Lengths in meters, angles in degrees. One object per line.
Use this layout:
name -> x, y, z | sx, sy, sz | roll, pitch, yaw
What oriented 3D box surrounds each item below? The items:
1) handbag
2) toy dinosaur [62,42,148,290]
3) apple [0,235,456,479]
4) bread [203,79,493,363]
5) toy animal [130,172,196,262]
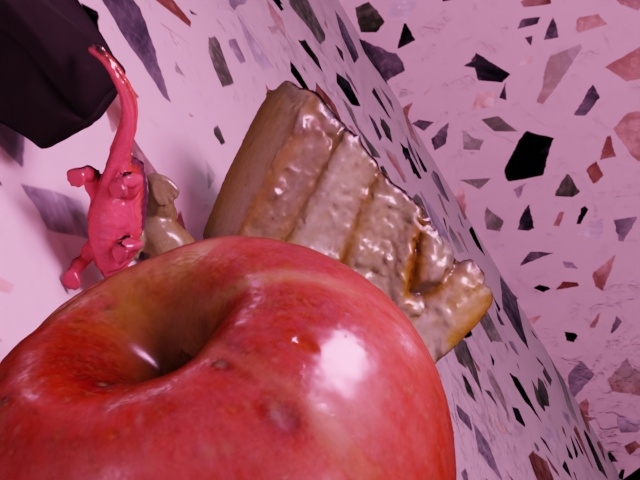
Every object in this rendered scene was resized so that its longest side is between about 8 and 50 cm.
handbag -> -0.356, -0.278, 1.000 | 0.342, 0.152, 0.288 | 47, 11, -50
toy dinosaur -> -0.196, -0.063, 1.057 | 0.139, 0.070, 0.286 | -46, 143, -67
apple -> -0.072, 0.184, 0.786 | 0.364, 0.364, 0.364 | 53, 20, -28
bread -> -0.010, 0.025, 1.321 | 0.395, 0.264, 0.239 | 47, -7, -6
toy animal -> -0.162, 0.028, 1.209 | 0.219, 0.103, 0.101 | 54, -5, -15
